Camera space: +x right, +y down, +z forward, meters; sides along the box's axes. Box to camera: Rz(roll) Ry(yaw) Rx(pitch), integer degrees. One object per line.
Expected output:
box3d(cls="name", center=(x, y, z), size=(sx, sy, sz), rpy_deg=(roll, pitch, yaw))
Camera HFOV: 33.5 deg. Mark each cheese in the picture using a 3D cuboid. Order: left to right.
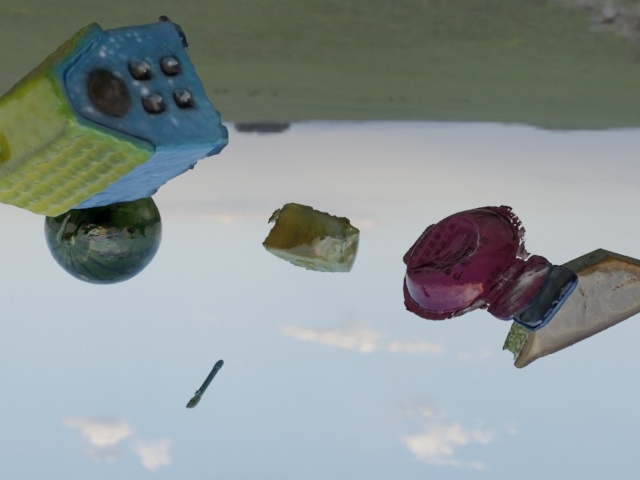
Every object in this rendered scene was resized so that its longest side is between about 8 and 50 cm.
box3d(cls="cheese", center=(0.102, 0.018, 0.676), size=(0.038, 0.095, 0.145), rpy_deg=(43, 171, -33))

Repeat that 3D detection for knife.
box3d(cls="knife", center=(-0.178, 0.221, 1.643), size=(0.027, 0.010, 0.096), rpy_deg=(-11, -142, 50))

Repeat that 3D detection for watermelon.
box3d(cls="watermelon", center=(-0.363, -0.015, 1.746), size=(0.188, 0.188, 0.215), rpy_deg=(4, -160, 25))

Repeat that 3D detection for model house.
box3d(cls="model house", center=(-0.317, -0.154, 1.414), size=(0.237, 0.215, 0.303), rpy_deg=(-26, 178, 37))

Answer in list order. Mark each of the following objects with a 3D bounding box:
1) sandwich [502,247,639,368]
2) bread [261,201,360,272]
box3d(cls="sandwich", center=(0.355, 0.074, 1.436), size=(0.258, 0.096, 0.094), rpy_deg=(-26, -171, 4))
box3d(cls="bread", center=(-0.005, -0.001, 1.715), size=(0.156, 0.103, 0.110), rpy_deg=(16, 176, -16))
